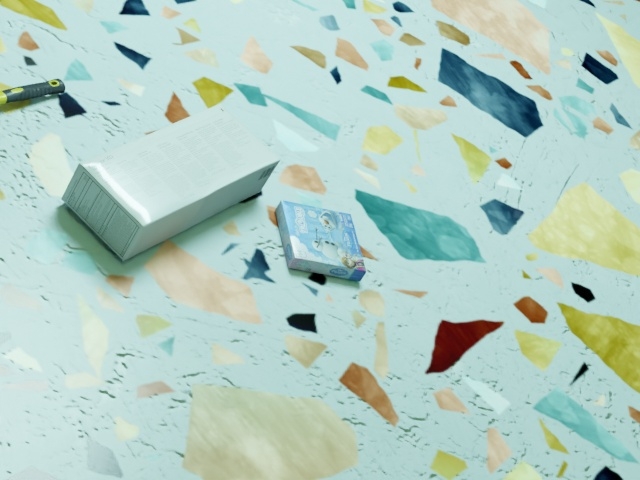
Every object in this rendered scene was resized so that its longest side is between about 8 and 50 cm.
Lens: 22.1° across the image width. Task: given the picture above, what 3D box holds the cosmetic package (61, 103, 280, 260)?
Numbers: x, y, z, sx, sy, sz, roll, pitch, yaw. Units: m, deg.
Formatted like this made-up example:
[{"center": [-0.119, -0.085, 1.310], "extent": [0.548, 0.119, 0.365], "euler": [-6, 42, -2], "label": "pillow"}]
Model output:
[{"center": [-0.155, -0.065, 1.737], "extent": [0.099, 0.060, 0.239], "euler": [45, 38, 13], "label": "cosmetic package"}]

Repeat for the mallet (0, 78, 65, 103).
[{"center": [-0.334, -0.143, 1.718], "extent": [0.190, 0.039, 0.062], "euler": [-12, 54, -48], "label": "mallet"}]

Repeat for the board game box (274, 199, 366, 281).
[{"center": [0.000, 0.000, 1.811], "extent": [0.090, 0.020, 0.090], "euler": [10, 43, -26], "label": "board game box"}]
